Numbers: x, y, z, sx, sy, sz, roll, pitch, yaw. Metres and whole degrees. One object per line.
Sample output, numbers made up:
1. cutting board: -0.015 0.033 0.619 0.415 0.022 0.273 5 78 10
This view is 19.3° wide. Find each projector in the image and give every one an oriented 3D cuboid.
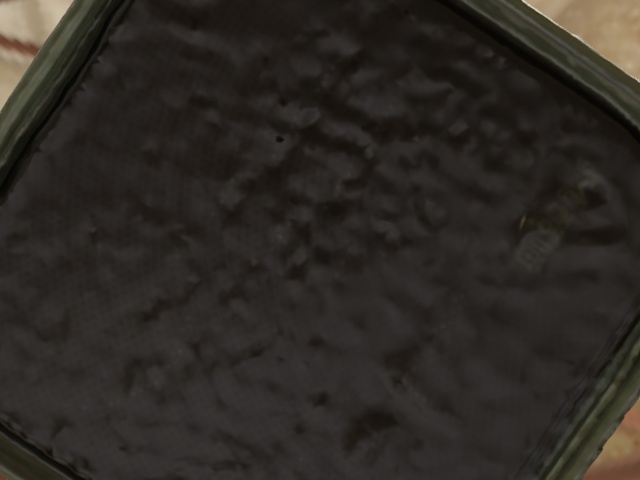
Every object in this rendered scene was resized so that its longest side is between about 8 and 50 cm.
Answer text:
1. projector: 0.000 0.000 0.786 0.248 0.248 0.249 34 -174 -1
